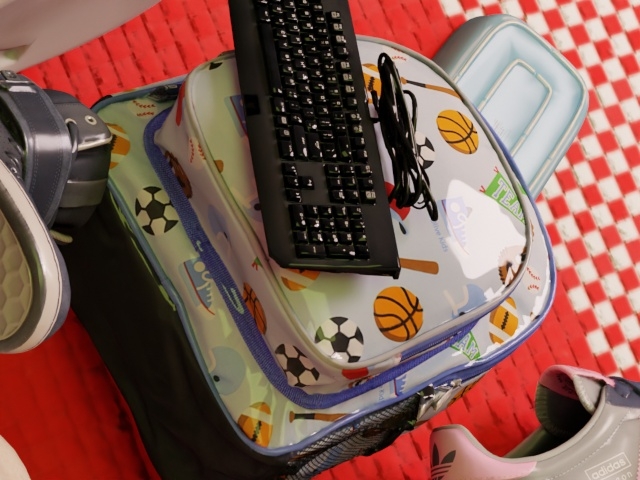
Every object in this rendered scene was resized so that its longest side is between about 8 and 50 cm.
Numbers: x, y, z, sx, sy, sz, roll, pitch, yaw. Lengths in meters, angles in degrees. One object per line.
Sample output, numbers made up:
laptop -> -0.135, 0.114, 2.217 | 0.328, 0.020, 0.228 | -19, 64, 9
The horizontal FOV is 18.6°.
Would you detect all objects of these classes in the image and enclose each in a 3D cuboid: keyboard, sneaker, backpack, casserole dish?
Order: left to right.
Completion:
sneaker -> -0.146, -0.018, 0.948 | 0.163, 0.086, 0.226 | 10, 23, -47
backpack -> 0.000, 0.000, 1.120 | 0.263, 0.213, 0.276 | -19, 80, -42
keyboard -> 0.010, -0.072, 1.014 | 0.100, 0.038, 0.192 | 4, 60, -25
casserole dish -> 0.113, -0.075, 1.294 | 0.114, 0.037, 0.188 | 42, 61, -9
sneaker -> 0.208, 0.124, 1.233 | 0.319, 0.112, 0.131 | -21, 87, -32

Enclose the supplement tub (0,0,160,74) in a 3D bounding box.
supplement tub -> -0.210, -0.263, 1.074 | 0.228, 0.228, 0.316 | -25, 87, -31

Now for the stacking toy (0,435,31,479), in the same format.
stacking toy -> -0.393, 0.157, 0.844 | 0.480, 0.350, 0.350 | -39, 94, -14
